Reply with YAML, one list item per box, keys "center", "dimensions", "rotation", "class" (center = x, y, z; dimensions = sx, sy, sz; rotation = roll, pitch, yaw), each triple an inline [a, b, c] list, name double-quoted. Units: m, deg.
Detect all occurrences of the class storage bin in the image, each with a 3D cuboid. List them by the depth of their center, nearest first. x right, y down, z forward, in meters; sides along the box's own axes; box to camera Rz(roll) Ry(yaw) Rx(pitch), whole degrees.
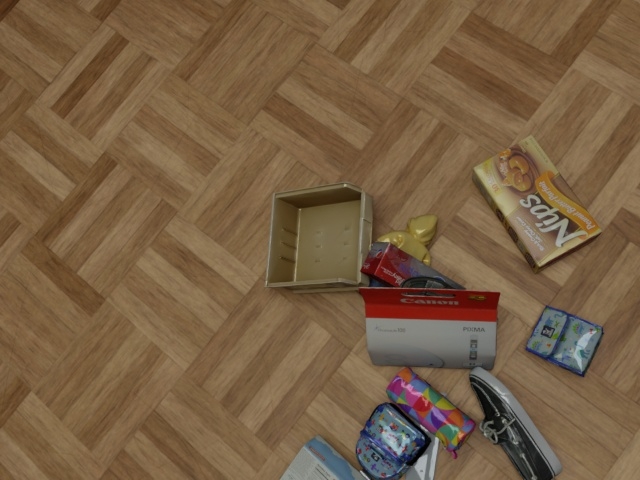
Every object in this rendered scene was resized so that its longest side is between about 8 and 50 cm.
- center: [0.000, 0.000, 1.741]
  dimensions: [0.260, 0.123, 0.263]
  rotation: [-6, 72, 34]
  class: "storage bin"

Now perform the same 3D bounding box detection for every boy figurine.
- center: [0.212, 0.043, 1.740]
  dimensions: [0.177, 0.092, 0.285]
  rotation: [33, 81, -11]
  class: "boy figurine"

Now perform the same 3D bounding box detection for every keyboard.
- center: [0.265, 0.507, 1.657]
  dimensions: [0.072, 0.014, 0.256]
  rotation: [7, 76, 18]
  class: "keyboard"

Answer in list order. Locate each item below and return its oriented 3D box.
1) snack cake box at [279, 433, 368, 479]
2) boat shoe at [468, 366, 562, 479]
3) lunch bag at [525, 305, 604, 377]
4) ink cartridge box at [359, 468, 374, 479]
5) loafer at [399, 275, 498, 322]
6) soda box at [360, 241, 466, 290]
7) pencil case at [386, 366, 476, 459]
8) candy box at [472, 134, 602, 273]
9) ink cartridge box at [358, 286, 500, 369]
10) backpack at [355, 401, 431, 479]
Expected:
- center: [0.036, 0.627, 1.602]
  dimensions: [0.264, 0.089, 0.152]
  rotation: [39, 109, 18]
  class: "snack cake box"
- center: [0.443, 0.453, 1.583]
  dimensions: [0.104, 0.113, 0.306]
  rotation: [-32, 80, -14]
  class: "boat shoe"
- center: [0.601, 0.246, 1.621]
  dimensions: [0.151, 0.096, 0.129]
  rotation: [25, 84, 31]
  class: "lunch bag"
- center: [0.125, 0.611, 1.636]
  dimensions: [0.083, 0.048, 0.028]
  rotation: [42, 87, 17]
  class: "ink cartridge box"
- center: [0.320, 0.153, 1.606]
  dimensions: [0.267, 0.084, 0.096]
  rotation: [20, 85, -23]
  class: "loafer"
- center: [0.236, 0.101, 1.659]
  dimensions: [0.263, 0.083, 0.092]
  rotation: [30, 82, -21]
  class: "soda box"
- center: [0.271, 0.420, 1.622]
  dimensions: [0.236, 0.104, 0.104]
  rotation: [40, 86, 24]
  class: "pencil case"
- center: [0.558, -0.096, 1.719]
  dimensions: [0.182, 0.087, 0.317]
  rotation: [-30, 72, 2]
  class: "candy box"
- center: [0.257, 0.214, 1.539]
  dimensions: [0.307, 0.385, 0.091]
  rotation: [1, 67, 12]
  class: "ink cartridge box"
- center: [0.162, 0.507, 1.620]
  dimensions: [0.158, 0.117, 0.173]
  rotation: [41, 91, 24]
  class: "backpack"
